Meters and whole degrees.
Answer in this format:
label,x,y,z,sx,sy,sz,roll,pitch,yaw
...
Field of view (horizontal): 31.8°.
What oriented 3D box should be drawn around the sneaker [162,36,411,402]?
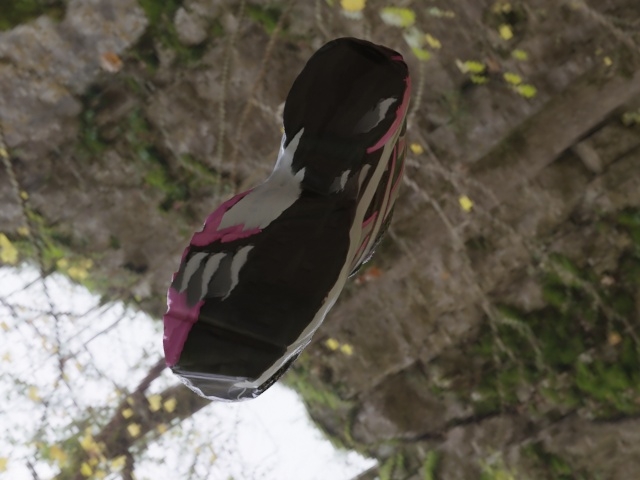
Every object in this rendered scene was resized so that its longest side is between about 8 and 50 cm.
label,x,y,z,sx,sy,sz,roll,pitch,yaw
sneaker,0.000,0.000,0.511,0.072,0.178,0.077,23,159,26
